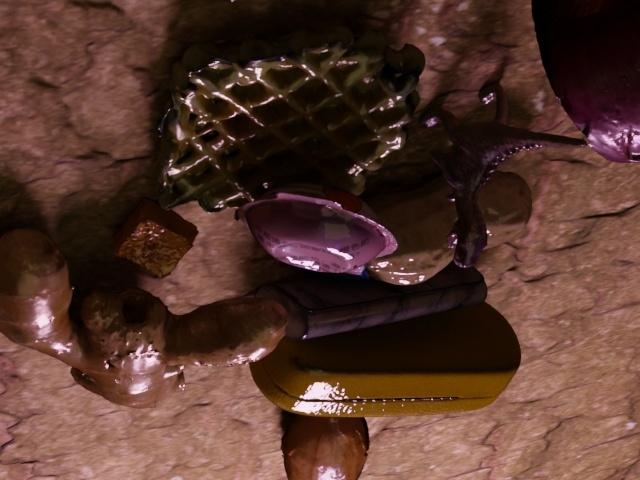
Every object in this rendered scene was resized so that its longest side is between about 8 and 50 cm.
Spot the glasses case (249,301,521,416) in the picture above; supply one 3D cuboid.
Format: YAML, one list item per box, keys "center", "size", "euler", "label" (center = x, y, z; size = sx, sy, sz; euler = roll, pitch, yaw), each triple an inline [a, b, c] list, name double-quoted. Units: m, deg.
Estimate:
- center: [0.078, 0.148, 2.031]
  size: [0.371, 0.173, 0.141]
  euler: [2, 138, -29]
  label: "glasses case"

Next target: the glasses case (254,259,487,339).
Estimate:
- center: [0.067, 0.069, 1.939]
  size: [0.299, 0.114, 0.060]
  euler: [-9, 113, -37]
  label: "glasses case"

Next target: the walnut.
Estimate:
- center: [0.005, 0.312, 2.256]
  size: [0.137, 0.137, 0.245]
  euler: [-10, 148, -19]
  label: "walnut"

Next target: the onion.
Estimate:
- center: [0.374, -0.225, 1.634]
  size: [0.230, 0.256, 0.272]
  euler: [-24, 165, 26]
  label: "onion"

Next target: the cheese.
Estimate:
- center: [0.000, 0.000, 1.753]
  size: [0.189, 0.074, 0.286]
  euler: [10, 163, 12]
  label: "cheese"

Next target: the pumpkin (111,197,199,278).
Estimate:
- center: [-0.192, -0.004, 1.774]
  size: [0.083, 0.054, 0.074]
  euler: [31, 119, -26]
  label: "pumpkin"

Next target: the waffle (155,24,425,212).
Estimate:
- center: [-0.039, -0.129, 1.674]
  size: [0.297, 0.073, 0.317]
  euler: [-3, 149, -18]
  label: "waffle"

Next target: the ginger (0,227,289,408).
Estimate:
- center: [-0.261, 0.119, 1.839]
  size: [0.363, 0.122, 0.348]
  euler: [8, 151, -21]
  label: "ginger"

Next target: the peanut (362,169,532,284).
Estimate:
- center: [0.144, -0.016, 1.890]
  size: [0.257, 0.123, 0.123]
  euler: [-15, 146, -7]
  label: "peanut"

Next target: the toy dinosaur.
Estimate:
- center: [0.203, -0.100, 1.740]
  size: [0.072, 0.200, 0.251]
  euler: [14, 135, -38]
  label: "toy dinosaur"
